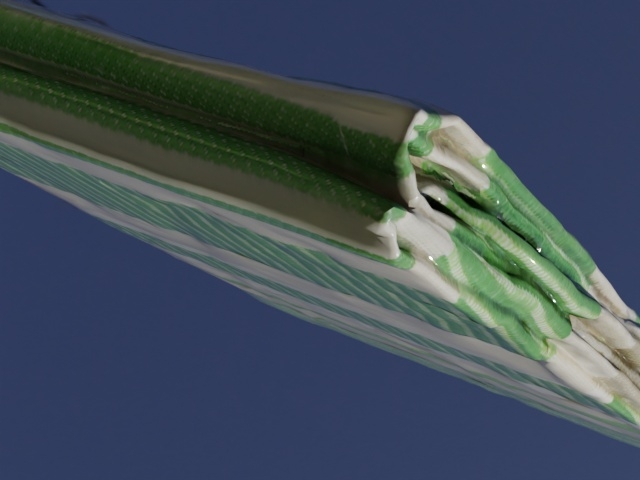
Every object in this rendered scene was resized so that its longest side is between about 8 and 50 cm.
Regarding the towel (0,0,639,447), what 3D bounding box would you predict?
[{"bbox_3d":[0.000,0.000,0.520,0.248,0.325,0.038,18,-97,32],"label":"towel"}]
